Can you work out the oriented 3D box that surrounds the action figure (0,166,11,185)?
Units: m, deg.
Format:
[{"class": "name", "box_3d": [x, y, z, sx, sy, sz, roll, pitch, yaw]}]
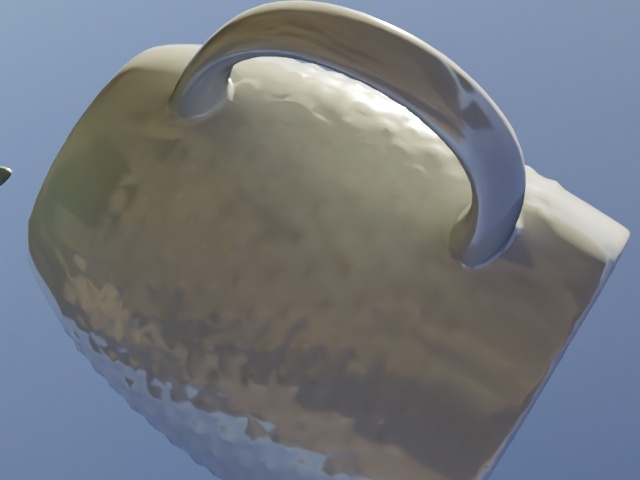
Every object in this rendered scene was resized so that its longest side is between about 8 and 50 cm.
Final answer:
[{"class": "action figure", "box_3d": [-0.263, -0.118, 0.965, 0.063, 0.232, 0.137, -38, -143, -9]}]

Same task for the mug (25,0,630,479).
[{"class": "mug", "box_3d": [0.000, 0.000, 1.057, 0.276, 0.328, 0.374, -54, 171, -35]}]
